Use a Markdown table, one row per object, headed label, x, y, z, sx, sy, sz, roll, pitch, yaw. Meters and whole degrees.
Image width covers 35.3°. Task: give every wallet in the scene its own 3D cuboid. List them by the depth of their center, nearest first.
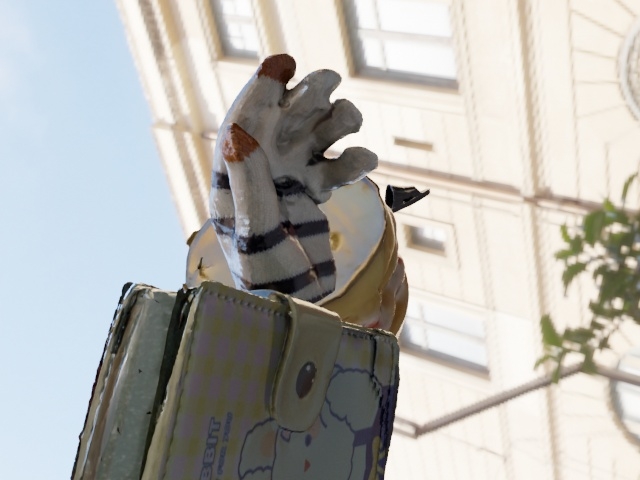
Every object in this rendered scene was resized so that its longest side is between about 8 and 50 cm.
| label | x | y | z | sx | sy | sz | roll | pitch | yaw |
| --- | --- | --- | --- | --- | --- | --- | --- | --- | --- |
| wallet | -0.039 | 0.150 | 0.699 | 0.309 | 0.077 | 0.223 | 24 | -108 | -58 |

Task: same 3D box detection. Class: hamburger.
| label | x | y | z | sx | sy | sz | roll | pitch | yaw |
| --- | --- | --- | --- | --- | --- | --- | --- | --- | --- |
| hamburger | -0.018 | 0.072 | 1.232 | 0.276 | 0.276 | 0.237 | -52 | -37 | -29 |

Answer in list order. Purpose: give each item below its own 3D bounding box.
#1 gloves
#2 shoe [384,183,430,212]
| label | x | y | z | sx | sy | sz | roll | pitch | yaw |
| --- | --- | --- | --- | --- | --- | --- | --- | --- | --- |
| gloves | -0.036 | -0.051 | 0.881 | 0.140 | 0.131 | 0.218 | -12 | -79 | -27 |
| shoe | 0.131 | -0.077 | 1.869 | 0.159 | 0.062 | 0.053 | -28 | -86 | -13 |
